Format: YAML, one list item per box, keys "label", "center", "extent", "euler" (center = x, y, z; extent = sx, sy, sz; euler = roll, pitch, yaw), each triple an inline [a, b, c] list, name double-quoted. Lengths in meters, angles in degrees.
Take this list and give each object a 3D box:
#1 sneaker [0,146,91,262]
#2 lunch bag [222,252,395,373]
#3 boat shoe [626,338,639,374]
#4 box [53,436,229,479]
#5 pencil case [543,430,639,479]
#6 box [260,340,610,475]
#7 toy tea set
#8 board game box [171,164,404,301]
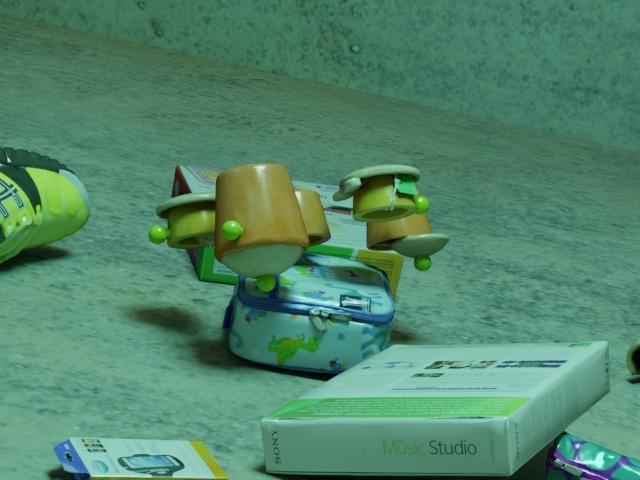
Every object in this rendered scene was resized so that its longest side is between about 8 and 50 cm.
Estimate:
- label: "sneaker"
  center: [-0.392, -0.009, 2.050]
  extent: [0.384, 0.145, 0.147]
  euler: [-3, 50, -51]
- label: "lunch bag"
  center: [-0.012, 0.073, 2.031]
  extent: [0.176, 0.090, 0.219]
  euler: [8, 13, -1]
- label: "boat shoe"
  center: [0.390, 0.121, 2.133]
  extent: [0.095, 0.095, 0.257]
  euler: [3, 15, -7]
- label: "box"
  center: [-0.153, 0.192, 1.588]
  extent: [0.136, 0.028, 0.081]
  euler: [2, 16, -22]
- label: "pencil case"
  center: [0.273, 0.223, 1.703]
  extent: [0.151, 0.064, 0.070]
  euler: [17, -3, 28]
- label: "box"
  center: [0.116, 0.151, 1.762]
  extent: [0.232, 0.058, 0.322]
  euler: [-3, 7, 25]
- label: "toy tea set"
  center: [0.000, 0.000, 1.991]
  extent: [0.336, 0.124, 0.200]
  euler: [-2, -13, -26]
- label: "board game box"
  center: [-0.050, -0.012, 2.376]
  extent: [0.242, 0.064, 0.316]
  euler: [7, 15, -13]
